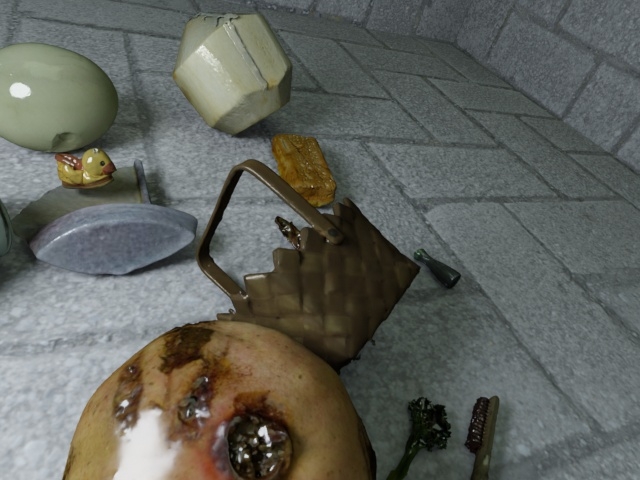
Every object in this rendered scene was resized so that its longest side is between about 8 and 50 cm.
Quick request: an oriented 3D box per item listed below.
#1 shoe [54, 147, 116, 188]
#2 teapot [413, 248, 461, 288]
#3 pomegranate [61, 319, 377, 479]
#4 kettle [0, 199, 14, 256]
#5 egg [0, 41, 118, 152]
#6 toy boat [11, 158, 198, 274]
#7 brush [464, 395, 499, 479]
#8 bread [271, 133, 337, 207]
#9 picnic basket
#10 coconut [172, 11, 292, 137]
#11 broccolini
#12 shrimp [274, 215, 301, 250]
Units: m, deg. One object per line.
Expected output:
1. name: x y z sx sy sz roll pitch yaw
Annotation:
1. shoe: -0.428 -0.128 0.803 0.109 0.069 0.072 4 30 32
2. teapot: 0.261 0.059 1.009 0.043 0.042 0.111 -20 51 -39
3. pomegranate: -0.095 0.239 0.453 0.322 0.322 0.322 12 39 -10
4. kettle: -0.615 0.034 0.568 0.205 0.265 0.318 49 36 -15
5. egg: -0.567 -0.295 0.934 0.269 0.219 0.219 -23 54 -34
6. toy boat: -0.397 -0.042 0.811 0.276 0.111 0.293 -21 41 -39
7. brush: 0.233 0.331 0.670 0.036 0.043 0.248 22 38 15
8. bread: -0.051 -0.183 1.136 0.139 0.077 0.271 -1 41 -19
9. picnic basket: -0.047 0.054 0.707 0.321 0.254 0.291 40 41 8
10. coconut: -0.232 -0.452 1.179 0.323 0.323 0.323 12 39 -10
11. broccolini: 0.118 0.330 0.638 0.254 0.071 0.057 -41 109 -41
12. shrimp: 0.001 -0.002 0.970 0.195 0.035 0.148 42 45 16
